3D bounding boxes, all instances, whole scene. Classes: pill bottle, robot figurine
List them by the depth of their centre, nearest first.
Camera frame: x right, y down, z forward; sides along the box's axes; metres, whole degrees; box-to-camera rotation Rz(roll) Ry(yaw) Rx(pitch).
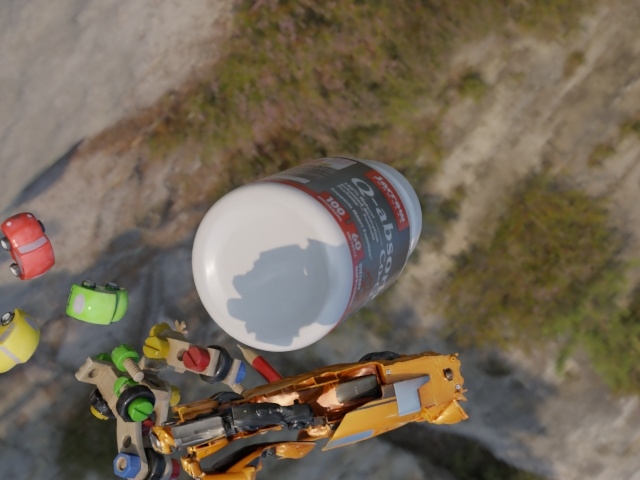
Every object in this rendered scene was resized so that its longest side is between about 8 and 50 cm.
[{"bbox_3d":[-0.016,0.169,1.131,0.291,0.085,0.211,-13,175,-12],"label":"robot figurine"},{"bbox_3d":[0.000,0.000,1.559,0.210,0.210,0.363,-52,171,23],"label":"pill bottle"}]

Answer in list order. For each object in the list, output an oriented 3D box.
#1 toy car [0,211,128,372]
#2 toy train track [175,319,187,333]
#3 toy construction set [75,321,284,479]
[{"bbox_3d":[-0.369,0.087,1.707,0.225,0.053,0.238,7,101,-40],"label":"toy car"},{"bbox_3d":[-0.268,0.182,2.229,0.014,0.048,0.083,3,136,-31],"label":"toy train track"},{"bbox_3d":[-0.234,0.214,1.866,0.309,0.237,0.257,-7,124,-36],"label":"toy construction set"}]
